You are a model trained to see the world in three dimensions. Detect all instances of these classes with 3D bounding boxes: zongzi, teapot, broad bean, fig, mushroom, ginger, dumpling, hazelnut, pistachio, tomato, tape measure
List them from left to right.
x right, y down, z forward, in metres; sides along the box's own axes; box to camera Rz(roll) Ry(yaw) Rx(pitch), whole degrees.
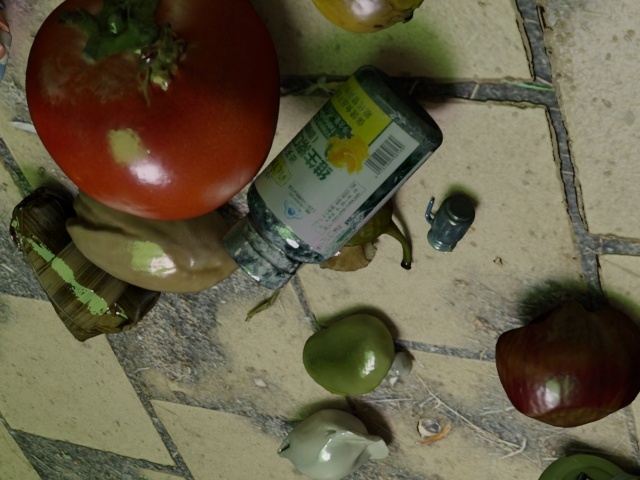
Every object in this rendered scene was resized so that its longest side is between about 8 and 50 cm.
[{"bbox_3d":[-0.442,0.059,2.200,0.286,0.134,0.288,49,148,-10],"label":"zongzi"},{"bbox_3d":[-0.256,-0.010,1.956,0.293,0.162,0.181,16,-177,16],"label":"pistachio"},{"bbox_3d":[-0.199,-0.180,1.605,0.321,0.321,0.322,20,141,17],"label":"tomato"},{"bbox_3d":[-0.057,0.074,2.019,0.025,0.028,0.286,2,158,-32],"label":"mushroom"},{"bbox_3d":[0.000,-0.003,1.849,0.165,0.067,0.096,22,163,14],"label":"ginger"},{"bbox_3d":[0.028,0.355,2.202,0.151,0.124,0.229,12,163,-36],"label":"dumpling"},{"bbox_3d":[0.042,0.183,1.999,0.174,0.082,0.124,-17,91,50],"label":"broad bean"},{"bbox_3d":[0.069,-0.022,1.763,0.124,0.124,0.236,-11,143,43],"label":"fig"},{"bbox_3d":[0.169,-0.026,1.717,0.063,0.049,0.083,31,143,3],"label":"teapot"},{"bbox_3d":[0.346,0.171,1.742,0.201,0.161,0.170,-14,148,-1],"label":"hazelnut"},{"bbox_3d":[0.404,0.407,1.920,0.175,0.200,0.106,34,149,18],"label":"tape measure"}]

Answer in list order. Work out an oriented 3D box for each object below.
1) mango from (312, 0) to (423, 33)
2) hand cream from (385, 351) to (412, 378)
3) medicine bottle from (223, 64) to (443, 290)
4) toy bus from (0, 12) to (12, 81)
[{"bbox_3d":[0.037,-0.351,1.393,0.167,0.130,0.262,17,134,28],"label":"mango"},{"bbox_3d":[0.092,0.202,2.043,0.143,0.039,0.061,-10,124,53],"label":"hand cream"},{"bbox_3d":[0.008,-0.071,1.595,0.141,0.141,0.293,41,104,-10],"label":"medicine bottle"},{"bbox_3d":[-0.560,-0.296,1.821,0.232,0.194,0.288,12,161,-13],"label":"toy bus"}]
